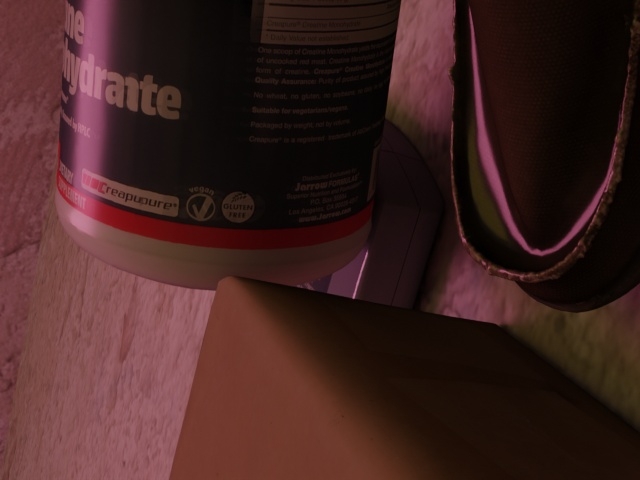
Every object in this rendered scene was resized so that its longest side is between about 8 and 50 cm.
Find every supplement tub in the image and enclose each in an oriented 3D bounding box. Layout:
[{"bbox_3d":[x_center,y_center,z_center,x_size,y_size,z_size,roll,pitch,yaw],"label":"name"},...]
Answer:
[{"bbox_3d":[-0.050,-0.125,0.754,0.191,0.191,0.272,-127,40,-63],"label":"supplement tub"}]

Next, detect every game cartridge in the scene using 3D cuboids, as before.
[{"bbox_3d":[0.000,0.000,0.957,0.198,0.062,0.297,-70,22,12],"label":"game cartridge"}]

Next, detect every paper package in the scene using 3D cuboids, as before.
[{"bbox_3d":[0.032,0.206,0.605,0.325,0.168,0.309,-138,61,-66],"label":"paper package"}]

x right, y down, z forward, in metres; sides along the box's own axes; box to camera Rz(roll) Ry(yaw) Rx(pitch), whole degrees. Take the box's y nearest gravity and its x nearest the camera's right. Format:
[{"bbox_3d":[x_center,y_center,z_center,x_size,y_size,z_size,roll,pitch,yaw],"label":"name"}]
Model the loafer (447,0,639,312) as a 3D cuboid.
[{"bbox_3d":[0.089,-0.144,0.549,0.134,0.130,0.366,23,117,52],"label":"loafer"}]
